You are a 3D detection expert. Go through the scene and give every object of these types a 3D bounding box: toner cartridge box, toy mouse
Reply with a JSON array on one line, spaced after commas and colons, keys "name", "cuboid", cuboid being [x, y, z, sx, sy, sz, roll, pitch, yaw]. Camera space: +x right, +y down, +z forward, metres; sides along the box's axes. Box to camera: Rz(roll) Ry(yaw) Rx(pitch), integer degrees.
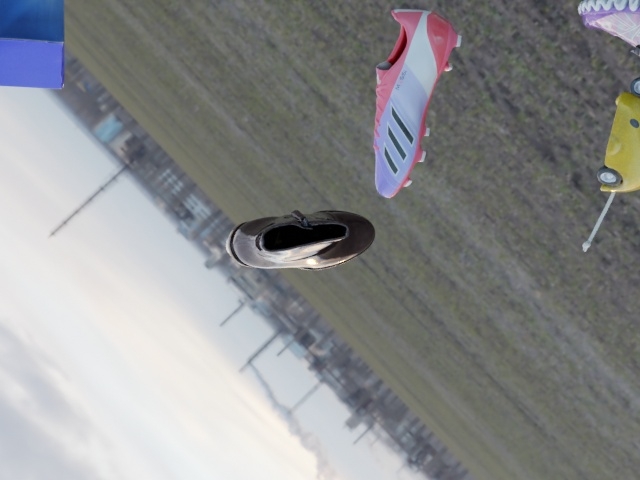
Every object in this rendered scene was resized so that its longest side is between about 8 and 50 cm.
[{"name": "toner cartridge box", "cuboid": [-0.385, -0.331, 0.956, 0.075, 0.165, 0.347, 116, 148, -52]}, {"name": "toy mouse", "cuboid": [0.190, -0.092, 0.457, 0.031, 0.143, 0.161, 17, 141, 21]}]

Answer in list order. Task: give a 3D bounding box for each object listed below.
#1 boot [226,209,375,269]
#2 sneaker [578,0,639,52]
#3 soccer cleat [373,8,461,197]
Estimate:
[{"name": "boot", "cuboid": [0.000, 0.000, 1.154, 0.207, 0.249, 0.090, 175, 89, -67]}, {"name": "sneaker", "cuboid": [0.425, -0.281, 1.069, 0.236, 0.095, 0.104, -147, 39, -70]}, {"name": "soccer cleat", "cuboid": [0.103, -0.178, 1.074, 0.095, 0.247, 0.083, 13, -159, -13]}]
